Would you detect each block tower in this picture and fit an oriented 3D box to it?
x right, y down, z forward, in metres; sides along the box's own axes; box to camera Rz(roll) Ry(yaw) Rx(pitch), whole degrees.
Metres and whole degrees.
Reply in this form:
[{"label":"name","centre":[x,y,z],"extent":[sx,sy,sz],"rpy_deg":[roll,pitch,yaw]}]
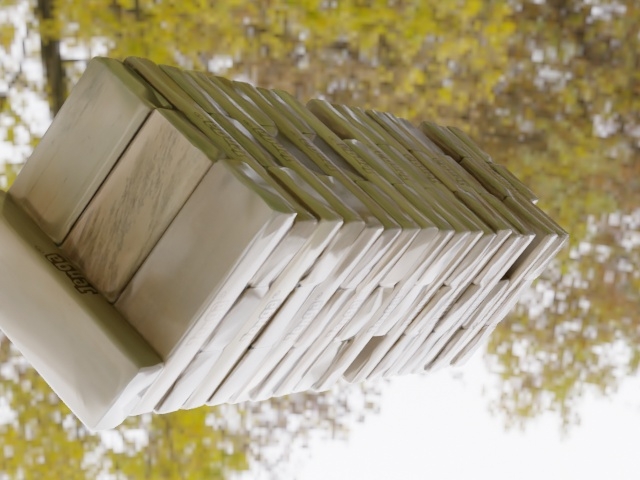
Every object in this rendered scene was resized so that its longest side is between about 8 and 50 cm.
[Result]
[{"label":"block tower","centre":[0.000,0.000,0.631],"extent":[0.091,0.097,0.335],"rpy_deg":[43,-161,20]}]
